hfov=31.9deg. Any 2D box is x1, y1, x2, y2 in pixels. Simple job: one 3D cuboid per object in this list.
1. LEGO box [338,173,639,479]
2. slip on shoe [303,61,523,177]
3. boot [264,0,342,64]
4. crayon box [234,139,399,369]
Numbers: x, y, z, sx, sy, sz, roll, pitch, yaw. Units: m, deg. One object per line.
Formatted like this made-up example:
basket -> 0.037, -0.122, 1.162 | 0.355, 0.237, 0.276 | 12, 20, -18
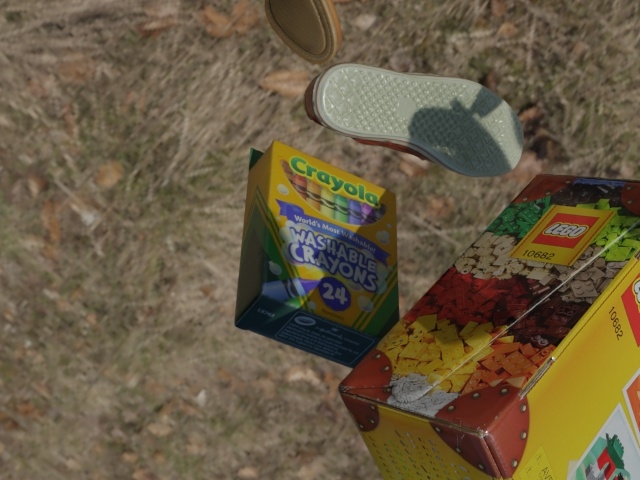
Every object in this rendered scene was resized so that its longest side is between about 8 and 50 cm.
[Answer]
LEGO box -> 0.286, 0.239, 1.218 | 0.193, 0.372, 0.500 | 9, 133, 47
slip on shoe -> 0.126, -0.160, 1.465 | 0.331, 0.123, 0.101 | 10, -178, -27
boot -> 0.005, -0.384, 1.619 | 0.109, 0.220, 0.283 | -48, 67, 40
crayon box -> 0.000, 0.000, 1.503 | 0.203, 0.323, 0.083 | 22, 134, -22
